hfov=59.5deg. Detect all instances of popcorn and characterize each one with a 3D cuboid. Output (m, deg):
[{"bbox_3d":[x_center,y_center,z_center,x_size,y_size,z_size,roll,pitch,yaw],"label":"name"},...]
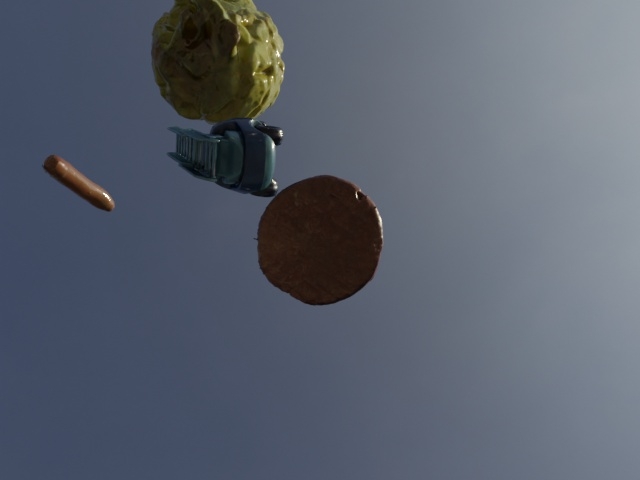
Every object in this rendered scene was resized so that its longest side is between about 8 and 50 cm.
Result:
[{"bbox_3d":[-0.202,-0.347,1.059,0.293,0.237,0.292,11,-61,20],"label":"popcorn"}]

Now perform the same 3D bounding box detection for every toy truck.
[{"bbox_3d":[-0.086,-0.077,0.486,0.074,0.136,0.063,-1,-76,-25],"label":"toy truck"}]

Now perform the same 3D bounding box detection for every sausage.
[{"bbox_3d":[-0.446,-0.104,1.040,0.043,0.186,0.043,-5,-112,12],"label":"sausage"}]

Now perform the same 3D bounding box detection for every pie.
[{"bbox_3d":[0.000,0.000,0.773,0.182,0.049,0.182,0,-88,6],"label":"pie"}]
